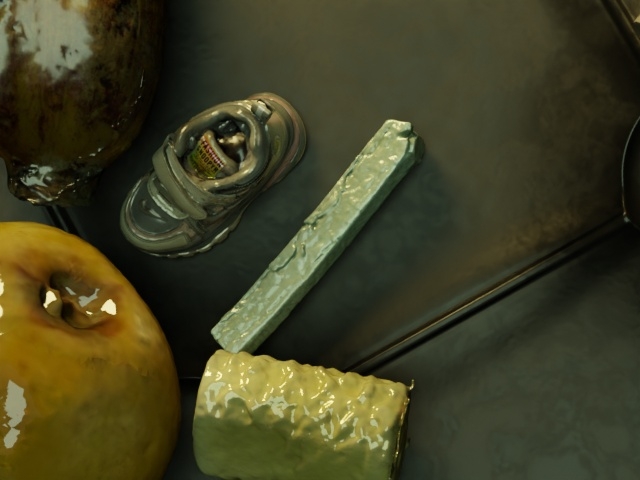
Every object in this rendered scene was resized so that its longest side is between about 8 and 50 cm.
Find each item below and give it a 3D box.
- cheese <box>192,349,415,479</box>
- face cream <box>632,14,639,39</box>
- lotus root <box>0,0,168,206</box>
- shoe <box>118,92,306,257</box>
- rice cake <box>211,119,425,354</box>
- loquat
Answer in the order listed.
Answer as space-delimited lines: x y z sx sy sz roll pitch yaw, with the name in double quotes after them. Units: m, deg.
-0.014 0.154 1.376 0.167 0.123 0.093 10 55 8 "cheese"
0.356 -0.223 1.364 0.096 0.096 0.214 41 92 9 "face cream"
-0.223 -0.222 1.402 0.196 0.179 0.397 -3 84 10 "lotus root"
-0.094 -0.054 1.415 0.180 0.092 0.089 -39 82 4 "shoe"
0.000 0.000 1.422 0.042 0.045 0.245 40 93 17 "rice cake"
-0.246 0.132 1.351 0.275 0.275 0.274 -1 86 8 "loquat"
